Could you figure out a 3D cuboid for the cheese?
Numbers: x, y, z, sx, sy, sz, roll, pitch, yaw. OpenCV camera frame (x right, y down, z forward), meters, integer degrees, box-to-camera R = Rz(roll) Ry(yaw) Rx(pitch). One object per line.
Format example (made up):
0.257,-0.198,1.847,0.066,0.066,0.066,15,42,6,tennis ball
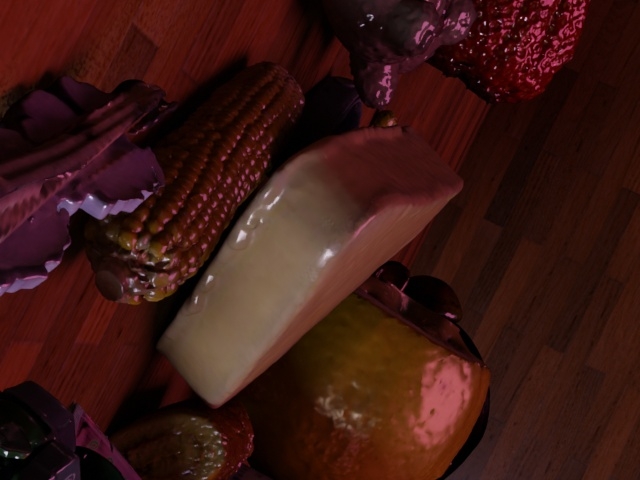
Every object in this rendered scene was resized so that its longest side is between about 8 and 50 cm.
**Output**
0.001,-0.001,1.097,0.384,0.104,0.384,-42,172,-8,cheese

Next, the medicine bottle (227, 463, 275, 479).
-0.088,0.389,1.350,0.190,0.332,0.190,-60,168,-21,medicine bottle

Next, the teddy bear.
0.081,-0.256,1.157,0.267,0.151,0.236,16,94,-74,teddy bear

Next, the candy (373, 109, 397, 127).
0.077,-0.157,1.690,0.123,0.035,0.035,-48,132,-26,candy

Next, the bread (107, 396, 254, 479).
-0.149,0.231,1.219,0.172,0.132,0.103,29,43,-80,bread

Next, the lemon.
0.028,0.216,1.498,0.364,0.364,0.364,-60,168,-21,lemon

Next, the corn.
-0.097,-0.059,0.926,0.320,0.097,0.097,-56,167,-48,corn

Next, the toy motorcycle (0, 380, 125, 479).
-0.229,0.204,0.840,0.187,0.125,0.274,-44,159,-37,toy motorcycle

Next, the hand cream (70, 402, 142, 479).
-0.184,0.273,1.079,0.050,0.079,0.275,-31,132,-3,hand cream

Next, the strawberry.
0.314,-0.358,1.750,0.288,0.238,0.250,-42,-167,32,strawberry

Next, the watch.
-0.011,-0.092,1.323,0.206,0.068,0.193,-52,161,-60,watch

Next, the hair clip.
-0.163,-0.040,0.620,0.084,0.106,0.292,-55,178,29,hair clip

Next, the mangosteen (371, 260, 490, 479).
0.089,0.218,1.823,0.382,0.382,0.435,-49,130,-53,mangosteen
